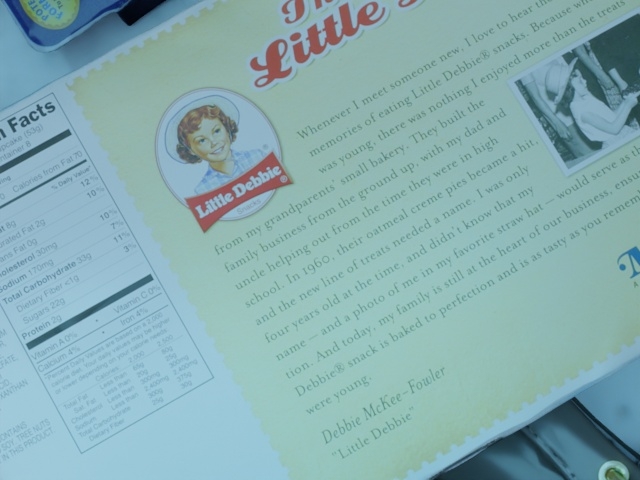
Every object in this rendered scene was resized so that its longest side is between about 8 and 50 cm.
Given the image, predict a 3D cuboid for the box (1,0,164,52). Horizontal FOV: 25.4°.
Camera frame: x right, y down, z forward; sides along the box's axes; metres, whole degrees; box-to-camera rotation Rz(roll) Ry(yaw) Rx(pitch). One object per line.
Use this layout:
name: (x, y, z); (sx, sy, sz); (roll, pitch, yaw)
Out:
box: (-0.061, -0.192, 0.619); (0.225, 0.036, 0.136); (-33, 86, 0)

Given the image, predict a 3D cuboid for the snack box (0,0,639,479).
snack box: (0.000, 0.000, 0.508); (0.322, 0.060, 0.187); (-29, 81, -5)

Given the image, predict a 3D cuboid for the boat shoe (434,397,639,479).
boat shoe: (0.129, 0.118, 0.561); (0.305, 0.109, 0.091); (36, 96, 8)
